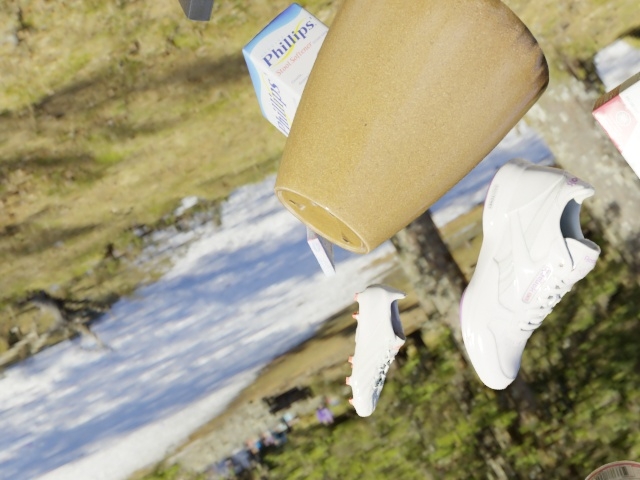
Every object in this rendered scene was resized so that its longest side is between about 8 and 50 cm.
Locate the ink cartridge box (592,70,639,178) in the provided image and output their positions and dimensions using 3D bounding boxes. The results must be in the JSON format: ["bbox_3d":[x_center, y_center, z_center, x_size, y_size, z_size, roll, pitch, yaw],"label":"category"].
[{"bbox_3d":[0.457,-0.171,1.185,0.175,0.127,0.072,-36,-176,30],"label":"ink cartridge box"}]

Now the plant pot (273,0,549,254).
[{"bbox_3d":[0.072,-0.120,0.973,0.254,0.237,0.237,-57,169,-12],"label":"plant pot"}]

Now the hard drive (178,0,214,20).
[{"bbox_3d":[-0.270,-0.557,1.784,0.054,0.254,0.172,-21,176,-14],"label":"hard drive"}]

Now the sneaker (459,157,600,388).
[{"bbox_3d":[0.269,0.052,1.201,0.114,0.152,0.305,-5,106,-54],"label":"sneaker"}]

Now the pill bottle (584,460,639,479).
[{"bbox_3d":[0.470,0.455,1.370,0.160,0.160,0.283,-34,-175,15],"label":"pill bottle"}]

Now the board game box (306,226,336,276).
[{"bbox_3d":[0.000,0.000,1.574,0.020,0.090,0.090,-18,131,10],"label":"board game box"}]

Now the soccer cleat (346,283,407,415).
[{"bbox_3d":[0.083,0.160,1.341,0.076,0.196,0.068,6,-173,17],"label":"soccer cleat"}]

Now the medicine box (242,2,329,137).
[{"bbox_3d":[0.013,-0.270,1.827,0.149,0.289,0.263,-45,161,-11],"label":"medicine box"}]
